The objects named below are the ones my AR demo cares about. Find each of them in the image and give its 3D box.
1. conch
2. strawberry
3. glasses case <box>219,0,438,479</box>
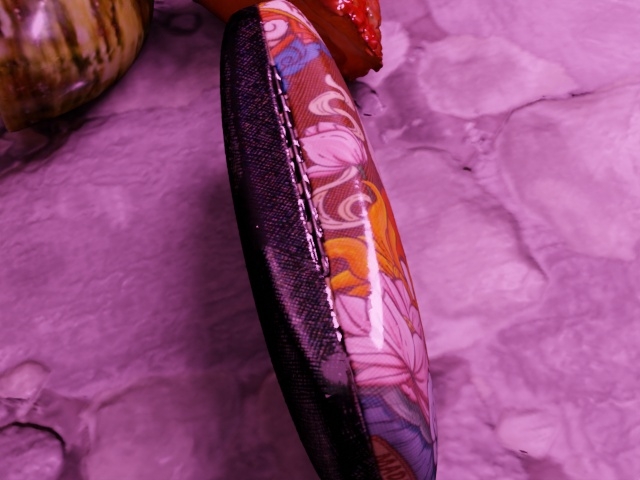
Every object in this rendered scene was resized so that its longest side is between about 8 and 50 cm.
[{"bbox_3d":[-0.177,-0.180,0.955,0.124,0.181,0.187,-22,22,4],"label":"conch"},{"bbox_3d":[-0.029,-0.188,0.947,0.192,0.140,0.085,22,57,41],"label":"strawberry"},{"bbox_3d":[0.000,0.000,0.782,0.082,0.122,0.321,-17,48,2],"label":"glasses case"}]
